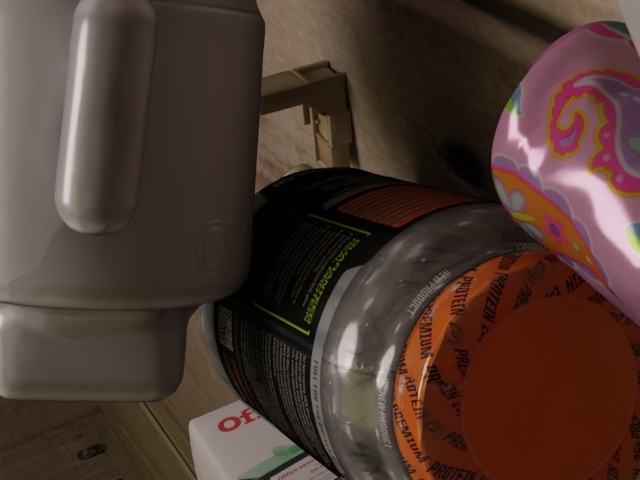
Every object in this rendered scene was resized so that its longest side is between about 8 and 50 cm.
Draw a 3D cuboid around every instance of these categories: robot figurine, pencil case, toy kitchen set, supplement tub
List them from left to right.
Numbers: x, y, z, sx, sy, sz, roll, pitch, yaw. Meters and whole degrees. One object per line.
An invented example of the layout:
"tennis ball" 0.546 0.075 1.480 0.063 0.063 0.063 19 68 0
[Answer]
"robot figurine" -0.136 -0.084 0.809 0.300 0.200 0.353 -152 65 -73
"toy kitchen set" -0.024 -0.098 1.064 0.068 0.075 0.083 45 146 52
"supplement tub" 0.057 0.062 0.831 0.316 0.193 0.193 22 131 67
"pencil case" 0.190 0.023 0.548 0.284 0.124 0.124 51 155 40

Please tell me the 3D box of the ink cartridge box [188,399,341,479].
"ink cartridge box" 0.045 0.216 1.025 0.278 0.201 0.117 45 150 51

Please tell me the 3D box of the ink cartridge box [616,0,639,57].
"ink cartridge box" 0.167 -0.193 0.336 0.223 0.129 0.307 68 162 1

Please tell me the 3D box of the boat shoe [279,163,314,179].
"boat shoe" 0.000 0.000 1.154 0.049 0.056 0.152 44 160 41
